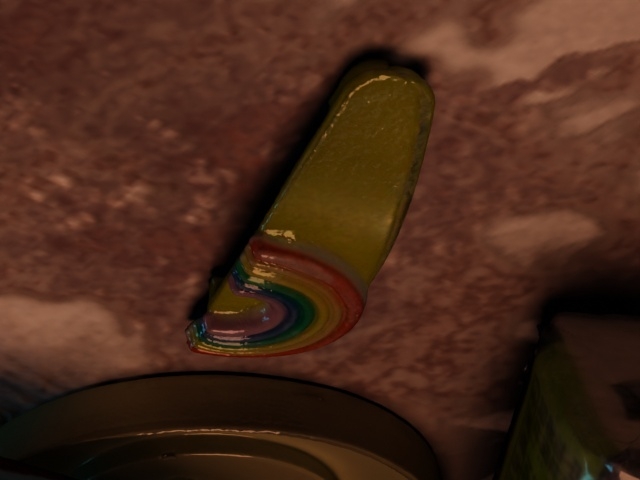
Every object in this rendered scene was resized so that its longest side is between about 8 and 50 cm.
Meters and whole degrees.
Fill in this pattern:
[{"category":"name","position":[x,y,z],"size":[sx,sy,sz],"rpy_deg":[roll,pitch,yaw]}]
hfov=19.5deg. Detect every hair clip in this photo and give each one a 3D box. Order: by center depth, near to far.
[{"category":"hair clip","position":[0.000,0.000,0.699],"size":[0.060,0.033,0.188],"rpy_deg":[8,144,-17]}]

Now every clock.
[{"category":"clock","position":[-0.058,0.134,0.892],"size":[0.235,0.029,0.235],"rpy_deg":[-2,146,-1]}]

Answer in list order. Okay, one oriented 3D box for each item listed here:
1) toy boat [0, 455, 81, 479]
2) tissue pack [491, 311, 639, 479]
[{"category":"toy boat","position":[-0.090,0.171,0.852],"size":[0.136,0.079,0.392],"rpy_deg":[-31,136,34]},{"category":"tissue pack","position":[0.195,0.226,0.859],"size":[0.288,0.124,0.394],"rpy_deg":[4,123,-13]}]
